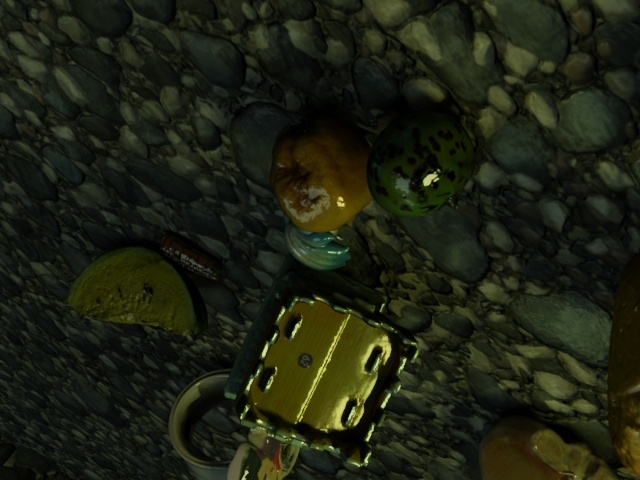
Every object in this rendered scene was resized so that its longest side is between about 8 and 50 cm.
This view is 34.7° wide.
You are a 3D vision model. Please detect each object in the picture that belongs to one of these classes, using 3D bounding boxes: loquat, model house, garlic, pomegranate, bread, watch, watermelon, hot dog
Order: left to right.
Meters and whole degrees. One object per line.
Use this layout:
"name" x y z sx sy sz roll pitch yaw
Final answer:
"watermelon" -0.300 0.087 1.719 0.301 0.129 0.123 6 142 32
"hot dog" -0.210 0.029 1.641 0.122 0.037 0.049 30 153 11
"watch" -0.169 0.355 1.866 0.231 0.244 0.196 14 146 19
"model house" -0.006 0.157 1.368 0.198 0.224 0.215 22 -176 -16
"loquat" 0.001 -0.079 1.189 0.137 0.137 0.113 42 176 -14
"pomegranate" 0.095 -0.095 1.098 0.161 0.122 0.122 52 159 27
"garlic" 0.335 0.349 1.505 0.217 0.110 0.228 37 142 19
"bread" 0.360 0.126 1.031 0.139 0.240 0.240 7 143 17

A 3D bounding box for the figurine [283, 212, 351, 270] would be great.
"figurine" 0.000 0.000 1.359 0.114 0.079 0.114 31 168 7
